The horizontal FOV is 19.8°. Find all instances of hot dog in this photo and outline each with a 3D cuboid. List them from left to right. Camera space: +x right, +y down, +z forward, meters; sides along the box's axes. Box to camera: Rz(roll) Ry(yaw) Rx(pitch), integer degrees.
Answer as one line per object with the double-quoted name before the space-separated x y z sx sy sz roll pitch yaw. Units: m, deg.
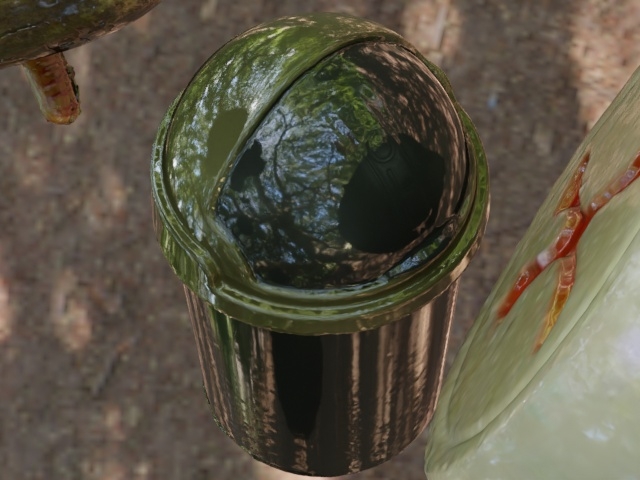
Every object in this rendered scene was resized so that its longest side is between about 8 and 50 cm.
"hot dog" -0.301 -0.195 2.012 0.038 0.062 0.144 -25 81 27

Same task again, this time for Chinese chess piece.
"Chinese chess piece" 0.188 0.023 0.928 0.338 0.140 0.338 -59 2 4

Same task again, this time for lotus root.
"lotus root" -0.281 -0.283 1.870 0.397 0.196 0.179 -14 113 28

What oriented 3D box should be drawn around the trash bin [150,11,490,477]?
"trash bin" 0.000 0.000 1.182 0.334 0.214 0.214 90 156 -51
